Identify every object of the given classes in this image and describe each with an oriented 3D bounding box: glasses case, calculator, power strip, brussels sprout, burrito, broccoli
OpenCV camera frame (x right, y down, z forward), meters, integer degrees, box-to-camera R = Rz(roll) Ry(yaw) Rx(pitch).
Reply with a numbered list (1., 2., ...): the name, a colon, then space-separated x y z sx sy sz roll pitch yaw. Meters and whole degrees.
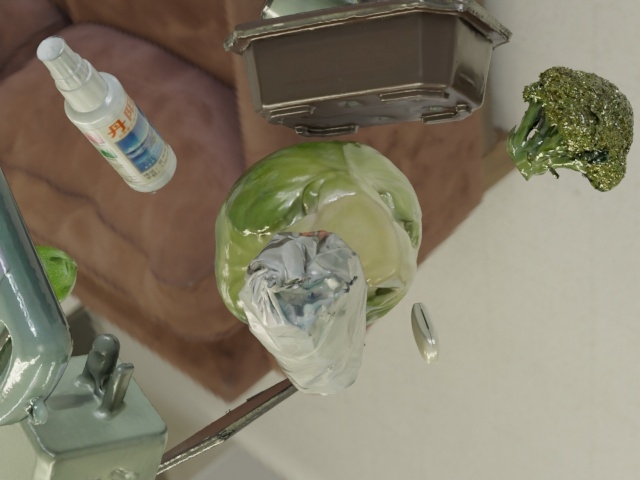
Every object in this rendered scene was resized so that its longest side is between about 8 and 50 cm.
1. glasses case: 0.102 0.090 1.228 0.083 0.021 0.032 -104 10 -63
2. calculator: -0.248 0.024 0.914 0.141 0.045 0.246 -46 65 48
3. power strip: -0.245 0.196 1.237 0.139 0.140 0.224 47 130 40
4. brussels sprout: 0.003 -0.005 1.787 0.355 0.289 0.281 -176 87 -75
5. burrito: -0.008 0.066 1.244 0.101 0.139 0.445 19 168 10
6. broccoli: 0.235 -0.103 1.179 0.130 0.120 0.131 45 -167 -52

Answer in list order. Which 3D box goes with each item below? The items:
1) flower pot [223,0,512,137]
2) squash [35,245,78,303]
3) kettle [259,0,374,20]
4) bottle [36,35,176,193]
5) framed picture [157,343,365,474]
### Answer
1. flower pot: 0.043 -0.152 1.164 0.251 0.179 0.084 -4 81 27
2. squash: -0.478 0.088 1.529 0.101 0.379 0.101 166 90 -89
3. kettle: 0.025 -0.392 2.118 0.236 0.161 0.221 29 165 -4
4. bottle: -0.201 -0.117 1.164 0.060 0.060 0.217 34 170 30
5. framed picture: -0.114 0.232 1.617 0.255 0.339 0.014 -31 87 34
